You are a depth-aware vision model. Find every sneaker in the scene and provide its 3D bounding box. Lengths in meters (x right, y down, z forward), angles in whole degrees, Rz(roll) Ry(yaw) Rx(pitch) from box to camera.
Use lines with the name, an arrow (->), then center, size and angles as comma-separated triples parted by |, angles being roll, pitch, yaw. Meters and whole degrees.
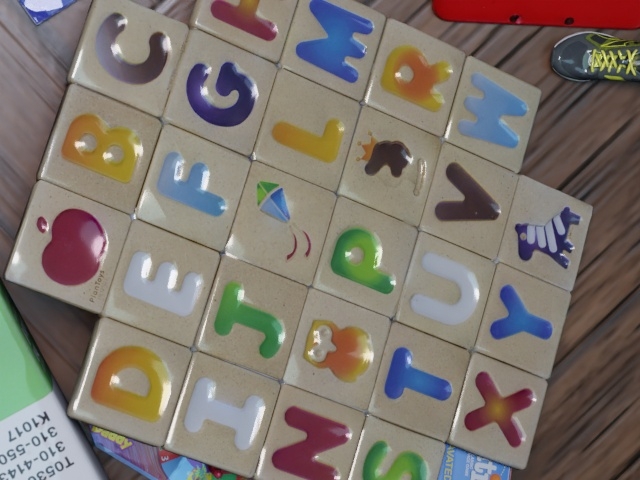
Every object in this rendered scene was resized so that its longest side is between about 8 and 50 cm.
sneaker -> 0.182, -0.112, 1.142 | 0.083, 0.035, 0.031 | -1, 96, -12

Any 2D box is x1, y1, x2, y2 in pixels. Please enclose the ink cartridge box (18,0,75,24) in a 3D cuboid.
ink cartridge box -> -0.124, -0.270, 1.050 | 0.224, 0.045, 0.223 | -34, 103, -6

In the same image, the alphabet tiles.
alphabet tiles -> 0.000, 0.000, 1.073 | 0.342, 0.011, 0.285 | 22, 76, -23

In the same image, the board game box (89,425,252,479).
board game box -> -0.056, 0.096, 1.118 | 0.169, 0.033, 0.133 | 34, 89, -14

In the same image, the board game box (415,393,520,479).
board game box -> 0.038, 0.177, 1.100 | 0.145, 0.027, 0.281 | 14, 75, -18

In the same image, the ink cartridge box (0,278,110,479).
ink cartridge box -> -0.207, 0.186, 1.053 | 0.201, 0.117, 0.278 | -28, 102, -8

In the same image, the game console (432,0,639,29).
game console -> 0.139, -0.204, 1.133 | 0.144, 0.085, 0.124 | 1, 66, -13
